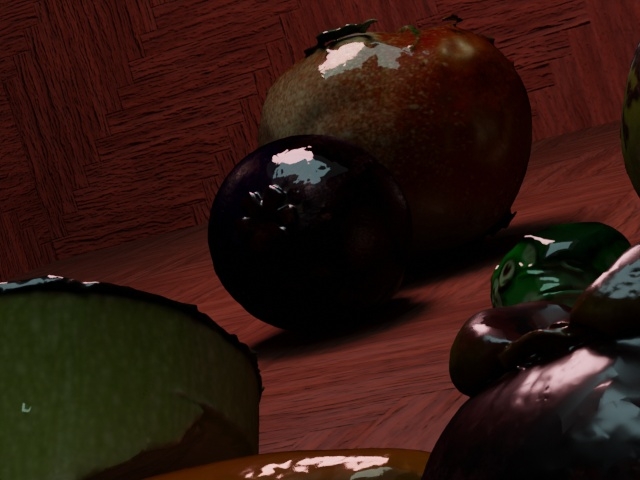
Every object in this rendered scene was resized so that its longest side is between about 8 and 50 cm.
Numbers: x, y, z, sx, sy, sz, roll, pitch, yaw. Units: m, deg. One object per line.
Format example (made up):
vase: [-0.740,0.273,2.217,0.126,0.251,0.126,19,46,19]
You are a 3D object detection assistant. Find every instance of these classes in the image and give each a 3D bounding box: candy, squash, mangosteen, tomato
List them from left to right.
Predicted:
squash: [-0.123,0.118,0.674,0.220,0.133,0.220,-10,-33,-7]
mangosteen: [0.000,0.000,1.319,0.194,0.194,0.230,-14,-20,19]
tomato: [0.085,-0.097,1.514,0.304,0.239,0.303,-10,-12,-2]
mangosteen: [0.100,0.074,0.417,0.152,0.152,0.152,-16,6,2]
candy: [0.271,0.021,0.898,0.323,0.097,0.097,-7,6,-1]

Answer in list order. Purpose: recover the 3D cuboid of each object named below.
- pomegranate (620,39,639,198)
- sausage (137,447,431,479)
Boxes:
pomegranate: [0.344,-0.115,1.035,0.254,0.270,0.254,1,31,-1]
sausage: [-0.042,0.132,0.529,0.238,0.098,0.098,-17,5,20]
